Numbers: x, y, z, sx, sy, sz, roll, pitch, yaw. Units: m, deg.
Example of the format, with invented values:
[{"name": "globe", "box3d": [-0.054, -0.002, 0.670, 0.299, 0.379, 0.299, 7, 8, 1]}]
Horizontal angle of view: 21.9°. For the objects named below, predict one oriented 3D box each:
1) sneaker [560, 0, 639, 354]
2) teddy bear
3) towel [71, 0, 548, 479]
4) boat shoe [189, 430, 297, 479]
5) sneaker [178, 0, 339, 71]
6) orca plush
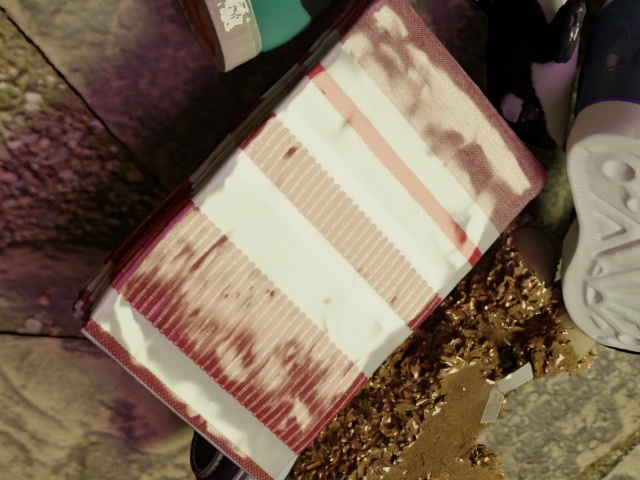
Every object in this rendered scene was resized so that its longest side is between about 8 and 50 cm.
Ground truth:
[{"name": "sneaker", "box3d": [0.278, -0.078, 1.343, 0.323, 0.130, 0.236, 72, 34, -52]}, {"name": "teddy bear", "box3d": [0.098, 0.121, 1.431, 0.245, 0.113, 0.338, 30, 98, -40]}, {"name": "towel", "box3d": [0.000, 0.000, 1.213, 0.329, 0.037, 0.237, -47, 125, -5]}, {"name": "boat shoe", "box3d": [-0.059, 0.055, 1.294, 0.119, 0.121, 0.335, 9, 105, -28]}, {"name": "sneaker", "box3d": [-0.054, -0.253, 1.076, 0.121, 0.108, 0.302, -28, 140, -13]}, {"name": "orca plush", "box3d": [0.145, -0.208, 1.230, 0.102, 0.151, 0.287, 4, 129, 3]}]
